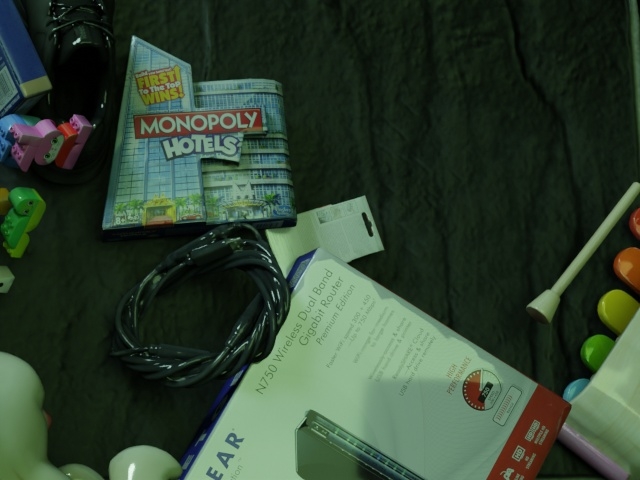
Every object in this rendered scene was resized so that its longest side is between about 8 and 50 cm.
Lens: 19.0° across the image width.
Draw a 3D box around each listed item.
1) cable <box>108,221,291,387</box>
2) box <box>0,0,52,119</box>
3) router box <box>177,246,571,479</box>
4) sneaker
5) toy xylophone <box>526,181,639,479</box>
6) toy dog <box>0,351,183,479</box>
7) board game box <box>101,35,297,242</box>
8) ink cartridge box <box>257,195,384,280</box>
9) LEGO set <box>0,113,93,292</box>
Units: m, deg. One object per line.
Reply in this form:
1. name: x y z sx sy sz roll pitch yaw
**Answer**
1. cable: -0.115 0.073 1.805 0.184 0.047 0.150 -29 58 4
2. box: -0.331 -0.217 1.794 0.036 0.136 0.225 -24 87 -31
3. router box: 0.032 0.227 1.832 0.301 0.082 0.335 32 76 -9
4. sneaker: -0.235 -0.204 1.829 0.109 0.130 0.286 -5 79 -17
5. toy xylophone: 0.344 0.082 1.983 0.236 0.081 0.323 47 69 -4
6. toy dog: -0.302 0.276 1.585 0.395 0.284 0.408 -15 90 -24
7. board game box: -0.126 -0.105 1.868 0.194 0.060 0.194 -5 78 -9
8. ink cartridge box: 0.000 0.000 1.916 0.115 0.029 0.063 -17 84 -22
9. LEGO set: -0.311 -0.039 1.749 0.093 0.227 0.087 8 30 -43
